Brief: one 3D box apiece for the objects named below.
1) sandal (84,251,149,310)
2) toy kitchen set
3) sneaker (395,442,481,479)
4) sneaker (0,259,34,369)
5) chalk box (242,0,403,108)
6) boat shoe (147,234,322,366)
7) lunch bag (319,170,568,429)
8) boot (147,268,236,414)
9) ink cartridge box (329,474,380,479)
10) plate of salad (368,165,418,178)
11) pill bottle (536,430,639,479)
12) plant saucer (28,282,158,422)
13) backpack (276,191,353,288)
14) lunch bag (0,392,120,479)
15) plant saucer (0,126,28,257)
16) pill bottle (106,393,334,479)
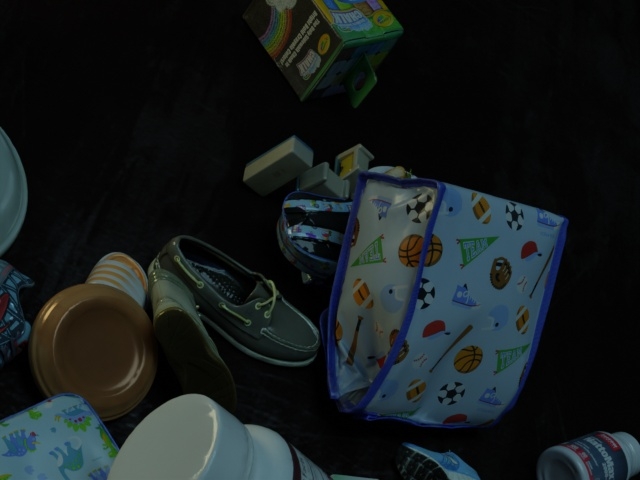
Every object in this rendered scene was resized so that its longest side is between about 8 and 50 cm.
[{"bbox_3d":[-0.313,0.106,1.853,0.102,0.076,0.265,31,43,-9],"label":"sandal"},{"bbox_3d":[-0.017,-0.131,2.255,0.207,0.122,0.166,39,38,-31],"label":"toy kitchen set"},{"bbox_3d":[0.188,0.366,2.011,0.162,0.063,0.073,30,26,-16],"label":"sneaker"},{"bbox_3d":[-0.449,0.134,1.718,0.125,0.104,0.262,25,51,-28],"label":"sneaker"},{"bbox_3d":[0.023,-0.393,2.428,0.179,0.180,0.289,-20,70,-43],"label":"chalk box"},{"bbox_3d":[-0.123,0.096,1.982,0.305,0.091,0.109,31,43,-9],"label":"boat shoe"},{"bbox_3d":[0.187,0.109,2.031,0.328,0.239,0.385,11,90,-37],"label":"lunch bag"},{"bbox_3d":[-0.195,0.155,1.882,0.213,0.077,0.165,65,-3,-27],"label":"boot"},{"bbox_3d":[0.113,0.451,1.881,0.225,0.056,0.181,10,51,-26],"label":"ink cartridge box"},{"bbox_3d":[0.161,-0.065,2.345,0.200,0.048,0.200,19,46,-22],"label":"plate of salad"},{"bbox_3d":[0.463,0.383,2.138,0.180,0.108,0.108,-10,62,-40],"label":"pill bottle"},{"bbox_3d":[-0.314,0.158,1.780,0.200,0.037,0.200,7,78,-36],"label":"plant saucer"},{"bbox_3d":[0.000,0.000,2.128,0.173,0.117,0.158,11,50,-28],"label":"backpack"},{"bbox_3d":[-0.367,0.312,1.636,0.219,0.090,0.176,-23,69,-44],"label":"lunch bag"},{"bbox_3d":[-0.609,-0.123,1.824,0.400,0.100,0.400,18,47,-21],"label":"plant saucer"},{"bbox_3d":[-0.071,0.376,1.596,0.392,0.224,0.224,44,37,-31],"label":"pill bottle"}]
